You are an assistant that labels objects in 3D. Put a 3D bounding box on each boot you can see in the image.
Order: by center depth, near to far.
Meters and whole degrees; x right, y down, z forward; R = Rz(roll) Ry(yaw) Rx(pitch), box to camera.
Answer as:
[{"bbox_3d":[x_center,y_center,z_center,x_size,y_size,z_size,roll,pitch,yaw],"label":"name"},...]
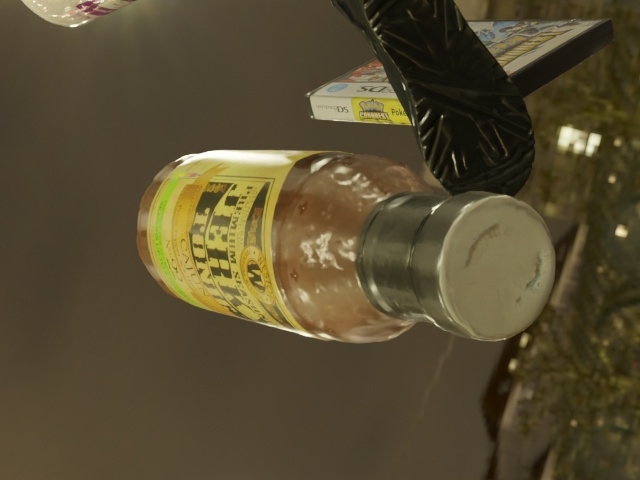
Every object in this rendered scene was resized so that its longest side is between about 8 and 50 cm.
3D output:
[{"bbox_3d":[0.087,-0.166,1.128,0.246,0.094,0.207,57,-175,-26],"label":"boot"}]

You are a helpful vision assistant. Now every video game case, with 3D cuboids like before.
[{"bbox_3d":[0.161,-0.200,1.513,0.275,0.248,0.035,-33,-62,-37],"label":"video game case"}]

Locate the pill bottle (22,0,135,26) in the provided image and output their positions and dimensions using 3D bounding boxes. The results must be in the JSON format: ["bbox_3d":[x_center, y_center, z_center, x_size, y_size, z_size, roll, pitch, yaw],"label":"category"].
[{"bbox_3d":[-0.142,-0.320,1.168,0.169,0.301,0.169,44,-144,-45],"label":"pill bottle"}]

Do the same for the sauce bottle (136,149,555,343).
[{"bbox_3d":[0.000,0.000,0.754,0.111,0.344,0.111,-1,-87,-29],"label":"sauce bottle"}]
